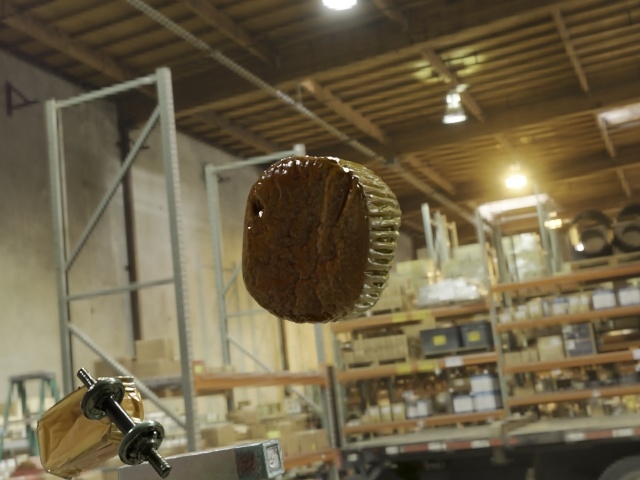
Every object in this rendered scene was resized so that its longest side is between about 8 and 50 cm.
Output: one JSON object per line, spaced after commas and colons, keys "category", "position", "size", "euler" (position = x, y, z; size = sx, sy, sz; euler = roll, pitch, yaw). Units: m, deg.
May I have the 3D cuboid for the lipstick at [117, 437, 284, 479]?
{"category": "lipstick", "position": [-0.259, 0.489, 1.900], "size": [0.371, 0.080, 0.076], "euler": [-16, -9, 23]}

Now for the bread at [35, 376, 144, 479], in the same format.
{"category": "bread", "position": [-0.442, 0.361, 1.724], "size": [0.241, 0.136, 0.107], "euler": [-35, -32, 31]}

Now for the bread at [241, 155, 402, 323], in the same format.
{"category": "bread", "position": [0.000, 0.000, 1.343], "size": [0.227, 0.253, 0.142], "euler": [12, 7, 28]}

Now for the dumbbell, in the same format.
{"category": "dumbbell", "position": [-0.311, 0.281, 1.399], "size": [0.254, 0.082, 0.081], "euler": [38, 18, 33]}
